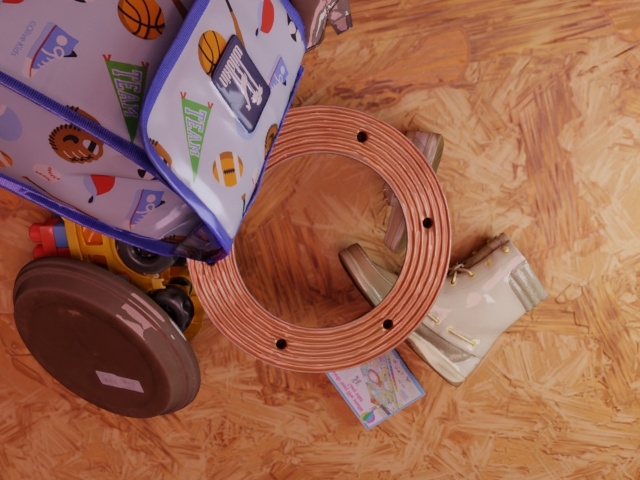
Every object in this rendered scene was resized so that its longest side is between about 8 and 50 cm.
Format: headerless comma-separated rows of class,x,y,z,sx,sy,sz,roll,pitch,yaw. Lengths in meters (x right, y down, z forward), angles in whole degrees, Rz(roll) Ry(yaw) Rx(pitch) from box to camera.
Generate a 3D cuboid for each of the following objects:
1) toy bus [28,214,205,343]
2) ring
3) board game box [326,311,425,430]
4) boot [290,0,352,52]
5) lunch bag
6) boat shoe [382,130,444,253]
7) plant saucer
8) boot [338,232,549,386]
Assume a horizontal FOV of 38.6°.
toy bus,-0.258,0.025,1.178,0.211,0.149,0.220,-4,114,8
ring,0.000,0.000,1.143,0.336,0.032,0.336,-1,96,-10
board game box,0.070,0.192,1.336,0.103,0.026,0.154,-33,111,4
boot,-0.019,-0.285,1.147,0.118,0.042,0.087,-30,105,2
lunch bag,-0.212,-0.194,0.979,0.385,0.328,0.239,30,148,-19
boat shoe,0.112,-0.067,1.217,0.059,0.063,0.170,18,82,19
plant saucer,-0.283,0.136,1.173,0.278,0.041,0.278,16,136,17
boot,0.172,0.052,1.265,0.203,0.095,0.262,-44,103,4
